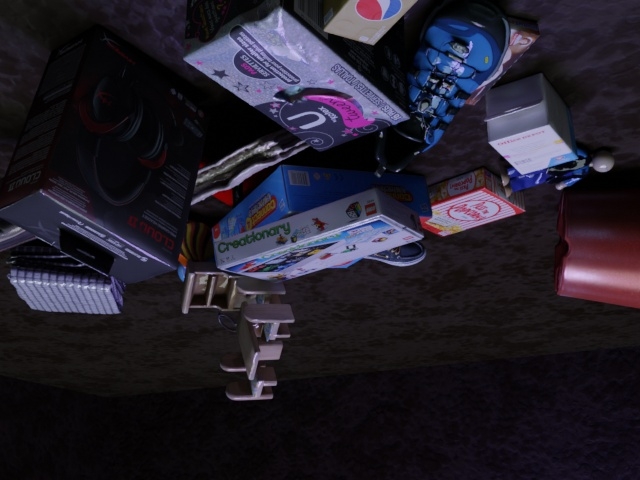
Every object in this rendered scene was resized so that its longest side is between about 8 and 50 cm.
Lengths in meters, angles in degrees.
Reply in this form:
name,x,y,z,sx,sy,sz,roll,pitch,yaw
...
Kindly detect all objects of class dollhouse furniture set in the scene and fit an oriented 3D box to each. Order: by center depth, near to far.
name,x,y,z,sx,sy,sz,roll,pitch,yaw
dollhouse furniture set,-0.173,0.157,1.442,0.160,0.242,0.212,2,127,-20

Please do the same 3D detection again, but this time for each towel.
name,x,y,z,sx,sy,sz,roll,pitch,yaw
towel,-0.149,-0.104,1.156,0.282,0.049,0.187,-22,-173,25
towel,-0.592,0.087,1.748,0.234,0.121,0.284,5,160,-7

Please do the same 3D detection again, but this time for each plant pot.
name,x,y,z,sx,sy,sz,roll,pitch,yaw
plant pot,0.580,0.013,1.375,0.264,0.273,0.272,3,160,13

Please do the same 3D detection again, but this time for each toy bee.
name,x,y,z,sx,sy,sz,roll,pitch,yaw
toy bee,-0.234,0.038,1.615,0.195,0.162,0.298,23,151,21

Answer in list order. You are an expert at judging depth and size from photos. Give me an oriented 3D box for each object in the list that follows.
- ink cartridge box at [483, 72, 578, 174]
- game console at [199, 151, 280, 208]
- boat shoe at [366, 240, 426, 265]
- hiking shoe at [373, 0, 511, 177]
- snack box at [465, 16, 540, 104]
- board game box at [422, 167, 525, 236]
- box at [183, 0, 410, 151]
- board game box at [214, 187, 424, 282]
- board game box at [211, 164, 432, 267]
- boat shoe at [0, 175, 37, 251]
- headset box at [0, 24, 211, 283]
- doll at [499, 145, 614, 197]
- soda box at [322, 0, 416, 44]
name,x,y,z,sx,sy,sz,roll,pitch,yaw
ink cartridge box,0.309,-0.174,1.096,0.092,0.090,0.143,-14,153,32
game console,-0.147,-0.123,1.338,0.124,0.085,0.144,31,159,7
boat shoe,0.150,0.011,1.607,0.183,0.065,0.083,5,160,-10
hiking shoe,0.154,-0.190,0.965,0.113,0.132,0.304,23,156,-2
snack box,0.223,-0.243,1.013,0.064,0.022,0.178,8,158,-15
board game box,0.271,-0.070,1.426,0.193,0.045,0.146,-20,151,41
box,-0.021,-0.233,0.845,0.142,0.164,0.247,-16,153,34
board game box,0.000,0.000,1.256,0.305,0.053,0.193,-17,162,23
board game box,-0.004,-0.033,1.390,0.308,0.086,0.302,1,160,-31
boat shoe,-0.398,-0.058,1.188,0.355,0.132,0.130,-25,139,4
headset box,-0.280,-0.096,0.984,0.110,0.293,0.218,-15,143,35
doll,0.412,-0.123,1.288,0.188,0.046,0.129,-13,147,14
soda box,0.068,-0.258,0.685,0.061,0.058,0.181,9,160,-26
